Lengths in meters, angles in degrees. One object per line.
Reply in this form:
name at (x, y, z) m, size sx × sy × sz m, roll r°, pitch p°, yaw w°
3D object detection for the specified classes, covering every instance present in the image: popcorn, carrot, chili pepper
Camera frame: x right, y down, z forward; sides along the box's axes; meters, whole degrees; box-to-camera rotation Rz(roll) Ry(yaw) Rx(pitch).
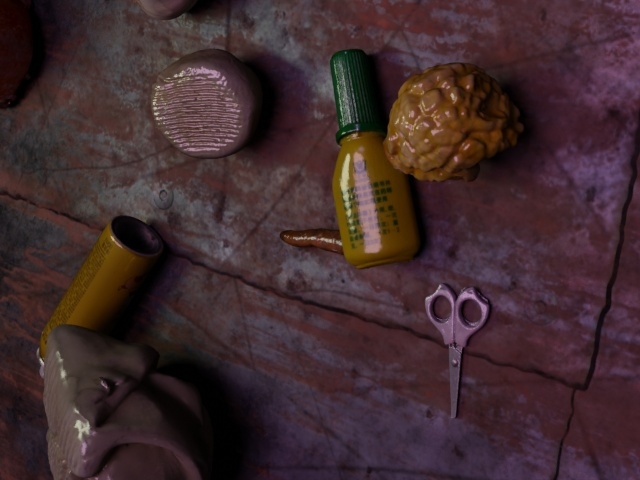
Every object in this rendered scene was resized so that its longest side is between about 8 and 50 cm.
popcorn at (0.166, -0.146, 1.355) m, size 0.180 × 0.180 × 0.170 m, roll 12°, pitch 119°, yaw 35°
carrot at (0.000, -0.002, 1.571) m, size 0.165 × 0.035 × 0.036 m, roll 9°, pitch 100°, yaw 38°
chili pepper at (-0.681, -0.341, 1.872) m, size 0.251 × 0.305 × 0.229 m, roll 20°, pitch 108°, yaw 31°

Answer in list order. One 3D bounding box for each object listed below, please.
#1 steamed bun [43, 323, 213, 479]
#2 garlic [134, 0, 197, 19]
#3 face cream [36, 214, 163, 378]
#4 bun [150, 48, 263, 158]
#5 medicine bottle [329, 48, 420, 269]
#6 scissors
steamed bun at (-0.300, 0.327, 1.688) m, size 0.368 × 0.255 × 0.342 m, roll -119°, pitch 32°, yaw -49°
garlic at (-0.229, -0.462, 1.626) m, size 0.226 × 0.199 × 0.199 m, roll -41°, pitch 68°, yaw 3°
face cream at (-0.395, 0.116, 1.825) m, size 0.105 × 0.105 × 0.349 m, roll 49°, pitch 119°, yaw 22°
bun at (-0.169, -0.214, 1.624) m, size 0.173 × 0.113 × 0.166 m, roll 28°, pitch 117°, yaw 6°
medicine bottle at (0.064, -0.116, 1.486) m, size 0.111 × 0.076 × 0.309 m, roll -11°, pitch 87°, yaw 13°
scissors at (0.187, 0.154, 1.463) m, size 0.100 × 0.015 × 0.189 m, roll 6°, pitch 100°, yaw 37°
